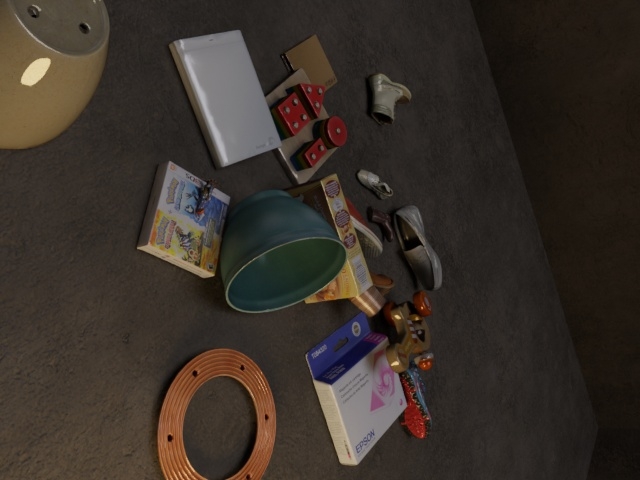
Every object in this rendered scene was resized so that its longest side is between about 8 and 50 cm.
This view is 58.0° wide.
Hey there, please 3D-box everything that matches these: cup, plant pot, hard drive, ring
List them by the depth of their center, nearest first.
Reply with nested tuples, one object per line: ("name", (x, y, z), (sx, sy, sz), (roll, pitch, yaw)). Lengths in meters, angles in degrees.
("cup", (-0.488, -0.342, 0.955), (0.331, 0.237, 0.331), (19, 65, -49))
("ring", (-0.221, 0.407, 1.263), (0.337, 0.032, 0.336), (19, 65, -48))
("plant pot", (-0.107, 0.008, 1.348), (0.293, 0.293, 0.196), (16, 41, -49))
("hard drive", (-0.227, -0.351, 1.429), (0.203, 0.040, 0.307), (-28, 103, -40))

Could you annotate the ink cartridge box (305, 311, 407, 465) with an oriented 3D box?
("ink cartridge box", (0.117, 0.411, 1.668), (0.324, 0.071, 0.330), (-28, 104, -52))

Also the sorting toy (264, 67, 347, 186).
("sorting toy", (-0.038, -0.329, 1.634), (0.255, 0.089, 0.257), (-52, 120, -39))

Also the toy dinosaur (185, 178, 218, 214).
("toy dinosaur", (-0.251, -0.095, 1.280), (0.090, 0.047, 0.082), (14, 86, -61))

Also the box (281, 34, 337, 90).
("box", (-0.030, -0.527, 1.774), (0.201, 0.021, 0.164), (-50, 119, -46))

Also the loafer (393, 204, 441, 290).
("loafer", (0.332, 0.034, 2.024), (0.111, 0.112, 0.319), (-24, 92, -47))

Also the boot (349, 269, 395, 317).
("boot", (0.105, 0.098, 1.723), (0.220, 0.109, 0.283), (48, 23, 0))

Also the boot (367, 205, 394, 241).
("boot", (0.199, -0.055, 1.926), (0.114, 0.037, 0.106), (24, 49, -50))

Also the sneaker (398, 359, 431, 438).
("sneaker", (0.313, 0.507, 1.865), (0.125, 0.104, 0.261), (-25, 100, -54))

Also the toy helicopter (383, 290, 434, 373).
("toy helicopter", (0.270, 0.316, 1.756), (0.235, 0.140, 0.355), (65, 25, -4))

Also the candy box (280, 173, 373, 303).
("candy box", (0.000, 0.000, 1.533), (0.087, 0.183, 0.316), (-30, 104, -53))

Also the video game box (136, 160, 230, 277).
("video game box", (-0.295, -0.045, 1.278), (0.187, 0.048, 0.205), (30, 58, -42))

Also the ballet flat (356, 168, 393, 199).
("ballet flat", (0.186, -0.194, 1.934), (0.168, 0.052, 0.057), (32, 57, -43))

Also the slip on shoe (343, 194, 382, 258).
("slip on shoe", (0.079, -0.059, 1.714), (0.331, 0.123, 0.101), (43, 45, -31))

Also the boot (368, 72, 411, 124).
("boot", (0.252, -0.490, 2.084), (0.213, 0.077, 0.165), (16, 68, -44))
